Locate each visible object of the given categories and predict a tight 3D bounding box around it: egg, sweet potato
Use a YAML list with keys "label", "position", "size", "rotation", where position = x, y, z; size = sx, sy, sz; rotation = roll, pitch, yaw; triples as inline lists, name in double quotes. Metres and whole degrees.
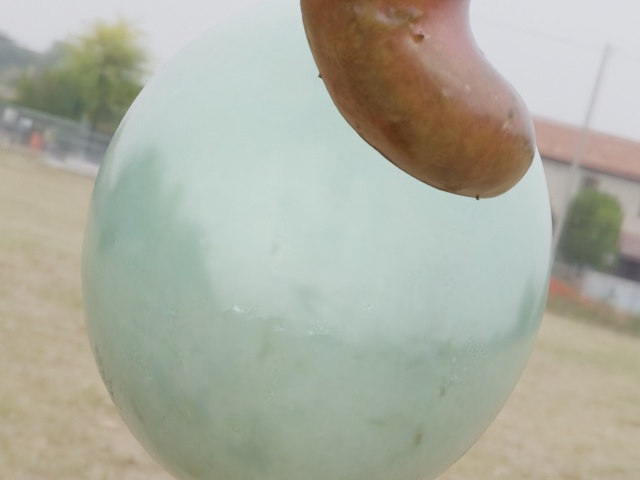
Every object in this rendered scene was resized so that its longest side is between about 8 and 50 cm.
- label: "egg"
  position: [0.000, 0.000, 1.020]
  size: [0.276, 0.276, 0.389]
  rotation: [15, 34, -5]
- label: "sweet potato"
  position: [0.009, -0.089, 0.414]
  size: [0.058, 0.202, 0.055]
  rotation: [-15, 31, 23]
